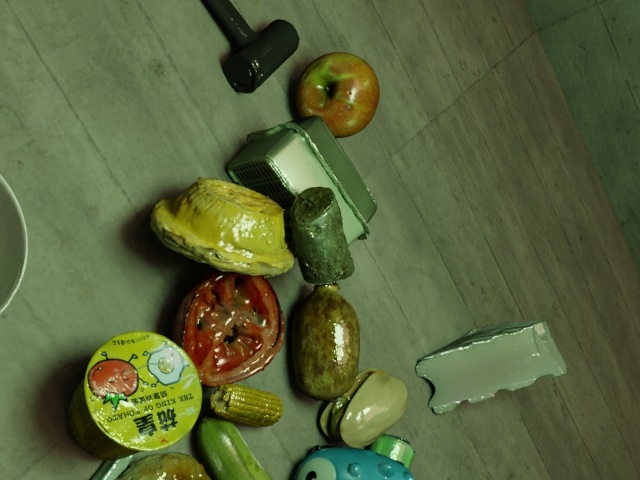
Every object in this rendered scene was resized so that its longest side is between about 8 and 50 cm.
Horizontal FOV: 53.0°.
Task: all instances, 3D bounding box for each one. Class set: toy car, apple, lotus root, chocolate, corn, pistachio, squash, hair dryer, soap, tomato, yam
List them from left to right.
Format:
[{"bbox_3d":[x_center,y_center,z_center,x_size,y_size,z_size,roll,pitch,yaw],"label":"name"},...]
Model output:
[{"bbox_3d":[-0.175,0.148,1.168,0.228,0.101,0.228,-13,110,-40],"label":"tomato"},{"bbox_3d":[-0.173,-0.463,1.371,0.251,0.089,0.197,50,49,-15],"label":"hair dryer"},{"bbox_3d":[-0.131,0.303,1.173,0.207,0.068,0.068,36,53,-59],"label":"corn"},{"bbox_3d":[-0.121,0.457,1.158,0.094,0.094,0.341,-44,111,-43],"label":"squash"},{"bbox_3d":[0.000,0.000,1.170,0.107,0.107,0.183,-46,134,-42],"label":"yam"},{"bbox_3d":[0.011,0.200,1.320,0.128,0.145,0.260,12,73,-50],"label":"lotus root"},{"bbox_3d":[0.043,-0.331,1.472,0.196,0.196,0.196,15,69,-42],"label":"apple"},{"bbox_3d":[0.070,0.494,1.232,0.255,0.190,0.189,12,65,0],"label":"toy car"},{"bbox_3d":[0.101,0.359,1.379,0.215,0.144,0.144,-28,99,-35],"label":"pistachio"},{"bbox_3d":[0.114,0.563,1.361,0.110,0.110,0.291,43,55,-29],"label":"chocolate"},{"bbox_3d":[0.440,0.321,1.638,0.302,0.257,0.159,-19,94,-45],"label":"soap"}]

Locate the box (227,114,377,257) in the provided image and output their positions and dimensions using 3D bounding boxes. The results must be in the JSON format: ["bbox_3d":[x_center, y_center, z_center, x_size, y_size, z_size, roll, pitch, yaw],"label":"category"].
[{"bbox_3d":[-0.033,-0.105,1.312,0.166,0.220,0.290,-46,113,-26],"label":"box"}]

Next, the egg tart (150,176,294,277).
[{"bbox_3d":[-0.163,-0.030,1.130,0.288,0.288,0.118,8,113,-44],"label":"egg tart"}]

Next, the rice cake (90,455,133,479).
[{"bbox_3d":[-0.349,0.389,0.986,0.029,0.033,0.171,57,46,-26],"label":"rice cake"}]

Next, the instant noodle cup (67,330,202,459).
[{"bbox_3d":[-0.295,0.249,0.983,0.182,0.144,0.182,23,48,-29],"label":"instant noodle cup"}]

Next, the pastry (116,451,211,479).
[{"bbox_3d":[-0.248,0.440,1.018,0.182,0.093,0.193,-38,114,-48],"label":"pastry"}]

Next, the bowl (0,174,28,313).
[{"bbox_3d":[-0.543,0.010,0.817,0.287,0.143,0.287,15,68,-42],"label":"bowl"}]
